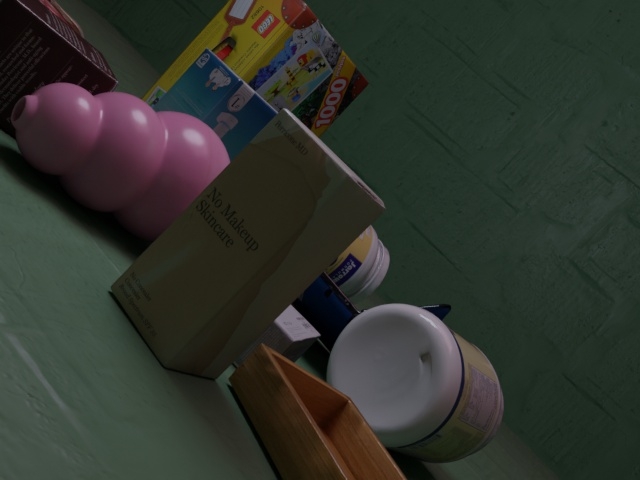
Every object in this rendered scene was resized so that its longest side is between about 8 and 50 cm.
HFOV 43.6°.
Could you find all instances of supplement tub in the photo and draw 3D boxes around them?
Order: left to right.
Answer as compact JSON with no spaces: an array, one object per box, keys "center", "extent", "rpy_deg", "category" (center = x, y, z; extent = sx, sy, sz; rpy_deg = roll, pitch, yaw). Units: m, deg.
[{"center":[0.000,0.000,2.092],"extent":[0.331,0.241,0.241],"rpy_deg":[40,6,-30],"category":"supplement tub"},{"center":[0.179,0.261,1.405],"extent":[0.235,0.235,0.325],"rpy_deg":[47,6,35],"category":"supplement tub"}]

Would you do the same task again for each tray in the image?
[{"center":[0.047,0.307,0.947],"extent":[0.203,0.076,0.411],"rpy_deg":[39,8,-41],"category":"tray"}]

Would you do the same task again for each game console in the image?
[{"center":[0.085,0.124,1.571],"extent":[0.250,0.173,0.293],"rpy_deg":[49,-19,13],"category":"game console"}]

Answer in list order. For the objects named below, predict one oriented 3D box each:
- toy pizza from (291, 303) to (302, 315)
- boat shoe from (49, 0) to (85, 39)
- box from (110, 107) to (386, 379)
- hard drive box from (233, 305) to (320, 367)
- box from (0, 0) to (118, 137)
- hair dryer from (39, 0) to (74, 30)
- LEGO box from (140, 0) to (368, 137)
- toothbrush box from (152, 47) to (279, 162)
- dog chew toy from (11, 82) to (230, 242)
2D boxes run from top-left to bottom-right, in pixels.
[{"center":[-0.096,0.116,1.589],"extent":[0.201,0.032,0.201],"rpy_deg":[43,5,-5],"category":"toy pizza"},{"center":[-0.725,-0.589,1.993],"extent":[0.324,0.123,0.116],"rpy_deg":[40,8,-18],"category":"boat shoe"},{"center":[-0.088,0.009,0.982],"extent":[0.148,0.311,0.121],"rpy_deg":[46,6,29],"category":"box"},{"center":[-0.126,0.097,1.216],"extent":[0.232,0.089,0.181],"rpy_deg":[45,5,12],"category":"hard drive box"},{"center":[-0.451,-0.268,1.228],"extent":[0.203,0.167,0.168],"rpy_deg":[40,7,-34],"category":"box"},{"center":[-0.568,-0.408,1.784],"extent":[0.223,0.080,0.293],"rpy_deg":[45,-20,41],"category":"hair dryer"},{"center":[-0.176,-0.325,1.921],"extent":[0.193,0.500,0.372],"rpy_deg":[46,6,31],"category":"LEGO box"},{"center":[-0.216,-0.163,1.469],"extent":[0.126,0.295,0.216],"rpy_deg":[46,7,35],"category":"toothbrush box"},{"center":[-0.293,-0.123,1.181],"extent":[0.332,0.206,0.206],"rpy_deg":[25,17,-42],"category":"dog chew toy"}]
